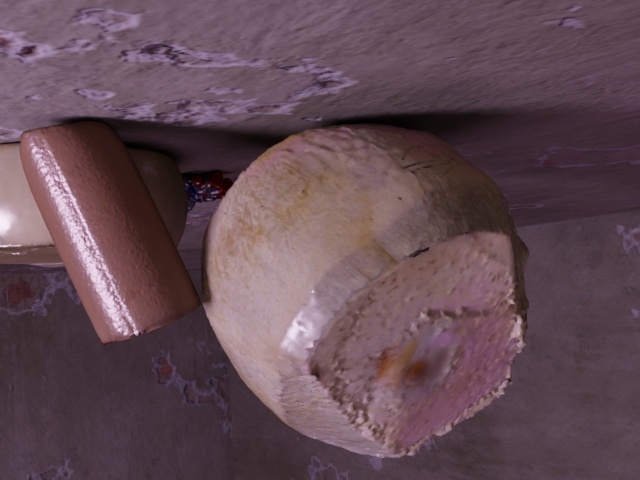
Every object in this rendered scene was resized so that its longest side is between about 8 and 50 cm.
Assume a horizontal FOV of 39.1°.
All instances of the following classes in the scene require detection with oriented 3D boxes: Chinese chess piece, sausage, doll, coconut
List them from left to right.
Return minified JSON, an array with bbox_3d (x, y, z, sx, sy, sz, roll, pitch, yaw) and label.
[{"bbox_3d":[-0.351,-0.040,1.227,0.338,0.140,0.338,-2,175,0],"label":"Chinese chess piece"},{"bbox_3d":[-0.241,-0.016,1.020,0.123,0.253,0.123,-24,-177,1],"label":"sausage"},{"bbox_3d":[-0.230,-0.068,1.429,0.195,0.062,0.104,-13,172,25],"label":"doll"},{"bbox_3d":[0.035,0.038,1.115,0.405,0.404,0.404,-3,175,0],"label":"coconut"}]
